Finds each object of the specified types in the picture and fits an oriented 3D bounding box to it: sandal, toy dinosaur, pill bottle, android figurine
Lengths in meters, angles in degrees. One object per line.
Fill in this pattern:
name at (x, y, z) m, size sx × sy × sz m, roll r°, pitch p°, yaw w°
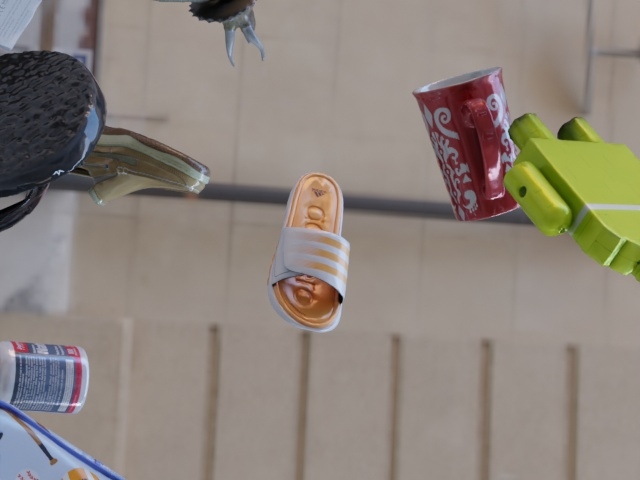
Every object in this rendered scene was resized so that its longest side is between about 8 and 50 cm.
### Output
sandal at (-0.336, -0.067, 1.330) m, size 0.107 × 0.446 × 0.167 m, roll 54°, pitch 47°, yaw -35°
sandal at (-0.010, -0.003, 2.026) m, size 0.076 × 0.102 × 0.265 m, roll 113°, pitch -16°, yaw -52°
toy dinosaur at (-0.173, -0.328, 1.725) m, size 0.121 × 0.314 × 0.160 m, roll -25°, pitch -122°, yaw 48°
pill bottle at (-0.453, 0.207, 2.315) m, size 0.108 × 0.180 × 0.107 m, roll -23°, pitch -116°, yaw 60°
android figurine at (0.330, -0.042, 1.745) m, size 0.273 × 0.248 × 0.056 m, roll 56°, pitch -49°, yaw 34°

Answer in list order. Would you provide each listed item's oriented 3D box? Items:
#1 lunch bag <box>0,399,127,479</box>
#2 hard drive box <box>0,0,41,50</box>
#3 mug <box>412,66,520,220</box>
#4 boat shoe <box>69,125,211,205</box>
lunch bag at (-0.287, 0.290, 1.287) m, size 0.115 × 0.243 × 0.303 m, roll -39°, pitch -158°, yaw 47°
hard drive box at (-0.375, -0.317, 1.513) m, size 0.181 × 0.232 × 0.089 m, roll -49°, pitch -146°, yaw 33°
mug at (0.182, -0.112, 1.849) m, size 0.150 × 0.113 × 0.169 m, roll -38°, pitch 115°, yaw -64°
boat shoe at (-0.188, -0.064, 1.408) m, size 0.068 × 0.190 × 0.072 m, roll 36°, pitch 75°, yaw -57°
